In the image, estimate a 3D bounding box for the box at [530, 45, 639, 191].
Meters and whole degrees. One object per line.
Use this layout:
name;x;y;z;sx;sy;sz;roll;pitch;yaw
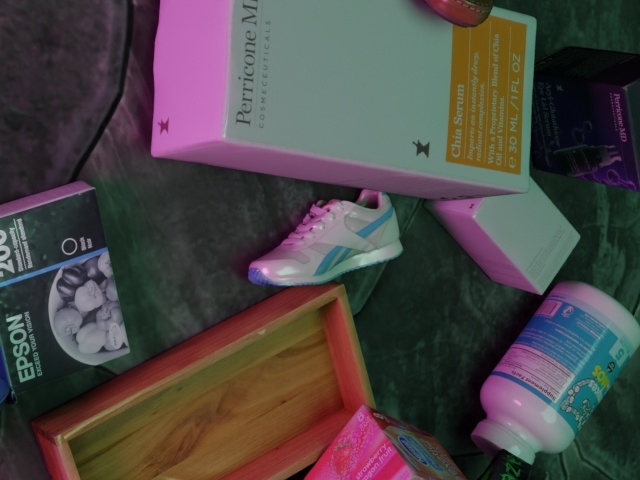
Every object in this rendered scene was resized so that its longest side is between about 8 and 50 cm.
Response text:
box;0.381;-0.167;1.961;0.108;0.207;0.153;-27;114;-28

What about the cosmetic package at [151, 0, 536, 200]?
cosmetic package;0.038;-0.187;1.723;0.453;0.161;0.230;6;84;-35

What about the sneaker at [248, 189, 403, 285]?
sneaker;0.000;0.000;1.814;0.229;0.087;0.092;-20;105;-38

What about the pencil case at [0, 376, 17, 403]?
pencil case;-0.437;0.086;1.473;0.306;0.133;0.119;58;40;-22

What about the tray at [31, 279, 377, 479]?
tray;-0.128;0.220;1.773;0.411;0.076;0.202;-26;114;-27

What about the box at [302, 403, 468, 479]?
box;0.041;0.376;1.822;0.142;0.154;0.300;29;105;-36

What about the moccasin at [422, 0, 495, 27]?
moccasin;0.186;-0.416;1.715;0.139;0.147;0.380;29;55;-21

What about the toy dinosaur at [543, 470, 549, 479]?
toy dinosaur;0.331;0.486;2.146;0.160;0.121;0.313;14;96;-24

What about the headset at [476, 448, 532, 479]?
headset;0.187;0.462;1.947;0.394;0.185;0.243;-61;173;27

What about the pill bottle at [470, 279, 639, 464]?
pill bottle;0.321;0.194;2.036;0.264;0.146;0.146;-52;123;-14

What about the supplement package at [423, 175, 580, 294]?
supplement package;0.244;-0.027;1.960;0.179;0.105;0.105;45;74;-34

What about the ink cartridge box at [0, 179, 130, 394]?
ink cartridge box;-0.328;0.060;1.616;0.208;0.045;0.206;-20;111;-28
